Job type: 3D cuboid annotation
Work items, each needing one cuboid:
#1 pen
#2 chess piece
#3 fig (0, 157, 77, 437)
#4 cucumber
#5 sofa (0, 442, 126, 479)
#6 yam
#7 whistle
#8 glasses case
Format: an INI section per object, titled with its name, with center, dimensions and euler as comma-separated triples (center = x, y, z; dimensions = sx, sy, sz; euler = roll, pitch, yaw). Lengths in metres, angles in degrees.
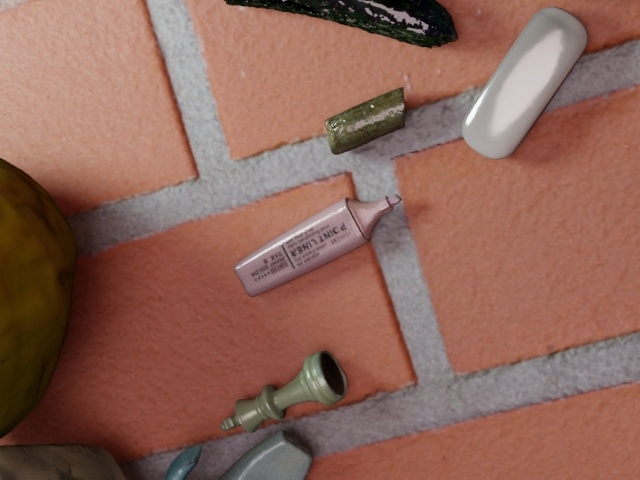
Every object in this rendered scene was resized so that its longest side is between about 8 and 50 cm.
[pen]
center = 0.000, 0.000, 1.397
dimensions = 0.197, 0.032, 0.053
euler = -29, 89, 17
[chess piece]
center = -0.046, 0.171, 1.425
dimensions = 0.149, 0.059, 0.059
euler = -27, 90, 23
[fig]
center = -0.415, 0.071, 1.372
dimensions = 0.343, 0.343, 0.343
euler = 2, 98, 14
[cucumber]
center = 0.024, -0.246, 1.345
dimensions = 0.245, 0.067, 0.067
euler = 13, 100, 10
[sofa]
center = -0.324, 0.333, 1.403
dimensions = 0.225, 0.210, 0.176
euler = -39, 61, 29
[yam]
center = 0.050, -0.122, 1.363
dimensions = 0.094, 0.043, 0.043
euler = -21, 92, 14
[whistle]
center = -0.110, 0.317, 1.440
dimensions = 0.186, 0.093, 0.274
euler = 37, 103, -15
[glasses case]
center = 0.203, -0.155, 1.320
dimensions = 0.063, 0.041, 0.164
euler = 34, 104, 6
